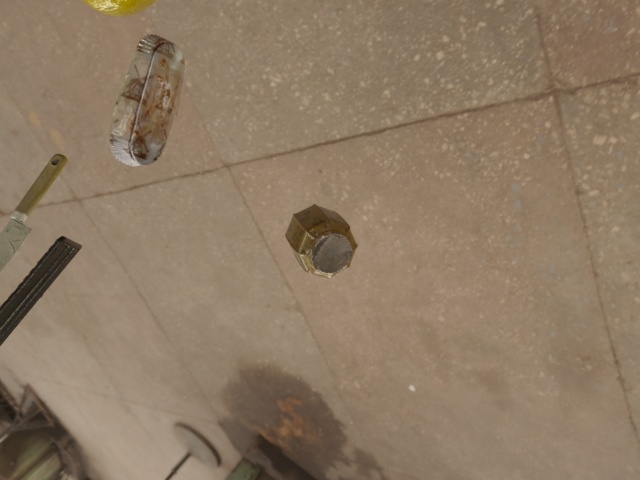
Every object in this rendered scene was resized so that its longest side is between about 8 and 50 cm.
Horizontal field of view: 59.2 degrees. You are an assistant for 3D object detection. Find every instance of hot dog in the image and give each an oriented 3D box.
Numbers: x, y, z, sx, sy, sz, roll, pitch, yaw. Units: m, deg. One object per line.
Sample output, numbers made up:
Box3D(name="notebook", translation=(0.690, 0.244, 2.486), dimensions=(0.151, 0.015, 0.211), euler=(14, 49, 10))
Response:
Box3D(name="hot dog", translation=(-0.347, -0.279, 1.146), dimensions=(0.075, 0.144, 0.267), euler=(19, 92, 25))

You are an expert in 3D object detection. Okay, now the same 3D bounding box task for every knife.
Box3D(name="knife", translation=(-0.495, -0.020, 0.922), dimensions=(0.047, 0.297, 0.017), euler=(25, 156, -2))

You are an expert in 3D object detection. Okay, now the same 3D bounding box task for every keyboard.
Box3D(name="keyboard", translation=(-0.456, 0.154, 0.761), dimensions=(0.041, 0.381, 0.103), euler=(30, 168, -3))

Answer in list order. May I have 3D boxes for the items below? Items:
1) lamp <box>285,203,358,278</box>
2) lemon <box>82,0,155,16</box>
Box3D(name="lamp", translation=(0.000, 0.000, 1.398), dimensions=(0.185, 0.161, 0.161), euler=(-130, 18, -60))
Box3D(name="lemon", translation=(-0.392, -0.520, 1.069), dimensions=(0.178, 0.203, 0.178), euler=(16, 122, 26))
